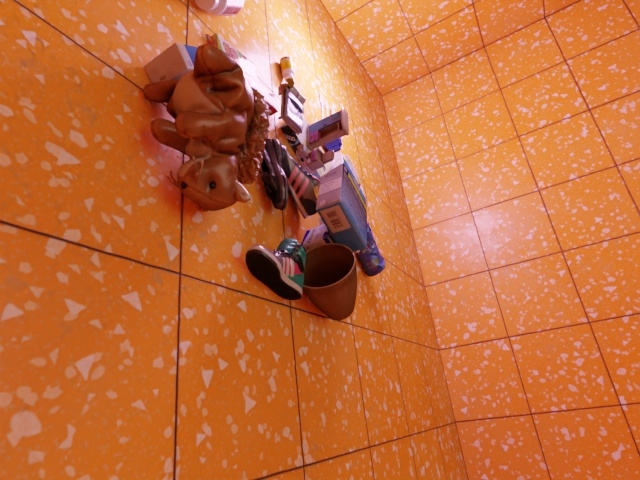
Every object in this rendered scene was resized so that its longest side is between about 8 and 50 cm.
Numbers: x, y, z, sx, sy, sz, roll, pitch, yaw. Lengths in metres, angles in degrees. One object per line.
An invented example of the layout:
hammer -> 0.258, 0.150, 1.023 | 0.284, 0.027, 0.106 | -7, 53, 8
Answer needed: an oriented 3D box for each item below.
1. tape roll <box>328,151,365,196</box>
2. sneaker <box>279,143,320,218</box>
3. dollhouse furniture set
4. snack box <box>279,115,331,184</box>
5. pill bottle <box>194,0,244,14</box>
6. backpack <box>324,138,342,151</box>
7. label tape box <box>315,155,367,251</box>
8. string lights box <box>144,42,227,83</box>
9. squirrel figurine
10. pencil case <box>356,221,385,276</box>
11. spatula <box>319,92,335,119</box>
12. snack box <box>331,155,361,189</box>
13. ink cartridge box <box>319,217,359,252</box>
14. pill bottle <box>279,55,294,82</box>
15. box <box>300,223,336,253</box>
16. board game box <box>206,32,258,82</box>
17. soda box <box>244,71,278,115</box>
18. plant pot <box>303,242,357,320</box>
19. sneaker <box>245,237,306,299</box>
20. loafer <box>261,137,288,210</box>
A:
tape roll -> 0.137, -0.287, 2.209 | 0.392, 0.071, 0.392 | 42, 38, -46
sneaker -> -0.077, -0.256, 1.654 | 0.112, 0.131, 0.319 | -109, 175, -72
dollhouse furniture set -> -0.038, -0.520, 1.734 | 0.303, 0.198, 0.287 | 38, 43, -46
snack box -> -0.063, -0.439, 1.921 | 0.322, 0.060, 0.187 | 58, 30, -25
pill bottle -> -0.384, -0.918, 1.529 | 0.121, 0.121, 0.216 | 62, 26, -18
backpack -> 0.067, -0.529, 2.210 | 0.120, 0.097, 0.101 | -44, 123, -76
label tape box -> 0.095, -0.151, 1.664 | 0.249, 0.115, 0.348 | 57, 23, -33
string lights box -> -0.386, -0.517, 1.234 | 0.077, 0.133, 0.259 | 66, 25, -10
squirrel figurine -> -0.269, -0.268, 1.156 | 0.397, 0.280, 0.371 | -2, 81, -61
pencil case -> 0.244, 0.036, 2.137 | 0.306, 0.133, 0.119 | 64, -7, -16
spatula -> 0.047, -0.741, 2.401 | 0.168, 0.019, 0.242 | 41, 38, -49
snack box -> 0.128, -0.307, 2.040 | 0.175, 0.070, 0.207 | 61, 26, -22
ink cartridge box -> 0.087, -0.024, 1.809 | 0.190, 0.082, 0.140 | 14, 71, -40
pill bottle -> -0.162, -0.838, 1.989 | 0.065, 0.065, 0.117 | 21, 54, -59
box -> 0.000, 0.000, 1.655 | 0.072, 0.137, 0.126 | 57, 29, -24
board game box -> -0.336, -0.693, 1.580 | 0.259, 0.039, 0.124 | 11, 63, -59
soda box -> -0.274, -0.556, 1.537 | 0.263, 0.092, 0.084 | 15, 58, -60
plant pot -> 0.046, 0.183, 1.559 | 0.237, 0.236, 0.255 | -76, 154, -49
sneaker -> -0.135, 0.056, 1.353 | 0.296, 0.123, 0.179 | 55, 34, -47
loafer -> -0.192, -0.249, 1.514 | 0.095, 0.109, 0.303 | 1, 65, -28
